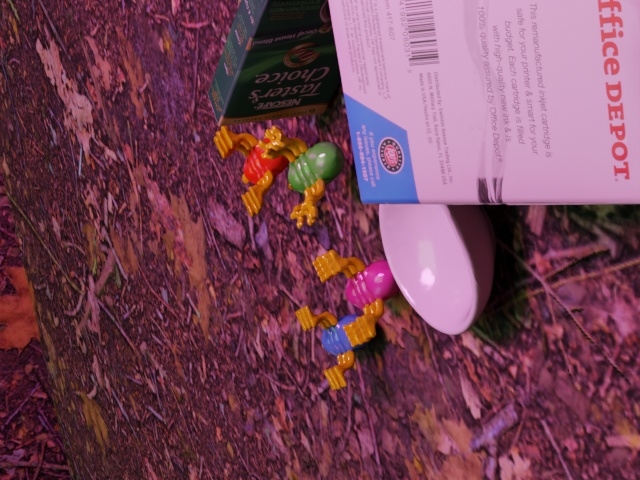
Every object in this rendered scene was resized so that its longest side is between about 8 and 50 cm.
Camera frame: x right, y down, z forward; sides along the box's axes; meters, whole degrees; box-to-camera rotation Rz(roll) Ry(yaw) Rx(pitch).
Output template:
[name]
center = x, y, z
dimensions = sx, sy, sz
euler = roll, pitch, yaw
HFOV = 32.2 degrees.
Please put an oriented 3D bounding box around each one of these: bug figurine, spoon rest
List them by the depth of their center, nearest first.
[spoon rest]
center = 0.091, -0.047, 0.843
dimensions = 0.137, 0.084, 0.276
euler = 47, 143, 43
[bug figurine]
center = 0.000, 0.000, 1.051
dimensions = 0.279, 0.072, 0.216
euler = 66, 160, 1

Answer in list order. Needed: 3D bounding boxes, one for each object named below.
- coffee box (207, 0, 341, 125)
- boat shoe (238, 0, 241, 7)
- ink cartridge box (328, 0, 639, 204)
[coffee box]
center = -0.024, -0.169, 0.965
dimensions = 0.040, 0.113, 0.184
euler = 70, 153, 22
[boat shoe]
center = -0.055, -0.226, 1.071
dimensions = 0.135, 0.045, 0.050
euler = -12, 94, 64
[ink cartridge box]
center = 0.117, -0.102, 0.672
dimensions = 0.203, 0.086, 0.148
euler = 2, 108, 35
